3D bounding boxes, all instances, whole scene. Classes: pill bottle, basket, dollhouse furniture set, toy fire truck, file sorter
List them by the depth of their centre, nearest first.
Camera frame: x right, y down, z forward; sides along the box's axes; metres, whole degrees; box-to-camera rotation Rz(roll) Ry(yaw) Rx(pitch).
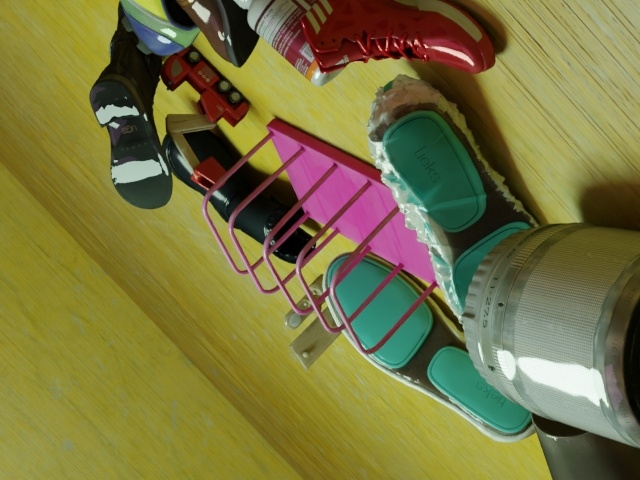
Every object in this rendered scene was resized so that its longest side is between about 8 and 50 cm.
[{"bbox_3d":[-0.029,-0.260,1.608,0.152,0.086,0.086,44,161,7],"label":"pill bottle"},{"bbox_3d":[0.380,0.294,1.820,0.204,0.154,0.226,18,144,51],"label":"basket"},{"bbox_3d":[0.000,0.000,1.937,0.291,0.182,0.202,29,156,38],"label":"file sorter"},{"bbox_3d":[-0.181,-0.180,2.010,0.192,0.135,0.047,45,161,0],"label":"toy fire truck"},{"bbox_3d":[0.019,0.140,2.276,0.151,0.123,0.144,15,145,55],"label":"dollhouse furniture set"}]

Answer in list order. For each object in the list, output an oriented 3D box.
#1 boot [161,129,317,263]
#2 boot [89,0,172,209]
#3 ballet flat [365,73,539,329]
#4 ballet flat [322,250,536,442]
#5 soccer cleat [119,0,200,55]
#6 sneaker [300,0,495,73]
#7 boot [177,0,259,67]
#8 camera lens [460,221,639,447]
[{"bbox_3d":[-0.123,-0.075,2.165,0.207,0.094,0.246,28,162,49],"label":"boot"},{"bbox_3d":[-0.267,-0.206,2.053,0.091,0.229,0.262,-6,127,9],"label":"boot"},{"bbox_3d":[0.174,-0.036,1.639,0.147,0.147,0.408,20,146,52],"label":"ballet flat"},{"bbox_3d":[0.167,0.169,2.057,0.400,0.139,0.139,37,160,19],"label":"ballet flat"},{"bbox_3d":[-0.259,-0.388,1.863,0.121,0.093,0.289,-22,110,37],"label":"soccer cleat"},{"bbox_3d":[0.071,-0.203,1.452,0.221,0.128,0.087,30,156,37],"label":"sneaker"},{"bbox_3d":[-0.219,-0.339,1.702,0.281,0.096,0.264,19,162,24],"label":"boot"},{"bbox_3d":[0.310,0.096,1.435,0.219,0.219,0.274,54,160,-24],"label":"camera lens"}]
